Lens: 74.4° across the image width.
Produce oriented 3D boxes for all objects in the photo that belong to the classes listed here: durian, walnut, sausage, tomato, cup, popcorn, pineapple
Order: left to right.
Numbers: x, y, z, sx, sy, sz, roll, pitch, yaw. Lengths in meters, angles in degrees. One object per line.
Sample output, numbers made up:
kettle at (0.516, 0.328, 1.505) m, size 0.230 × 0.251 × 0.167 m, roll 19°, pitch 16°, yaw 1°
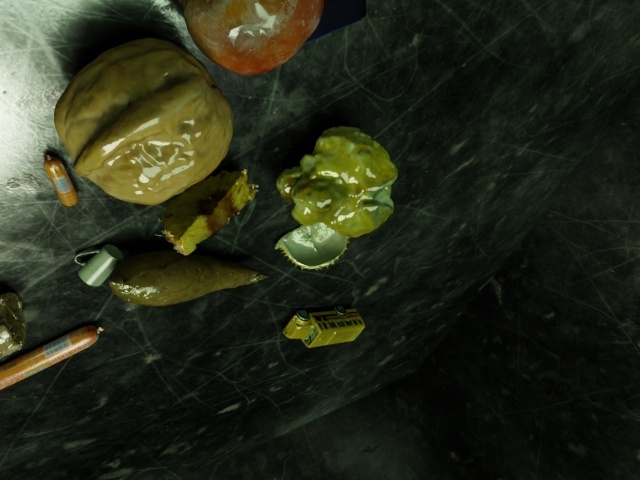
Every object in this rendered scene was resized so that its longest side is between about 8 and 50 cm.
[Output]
sausage at (-0.699, 0.296, 1.020) m, size 0.347 × 0.053 × 0.053 m, roll -26°, pitch 146°, yaw -13°
sausage at (-0.457, -0.107, 0.741) m, size 0.031 × 0.031 × 0.107 m, roll -19°, pitch 144°, yaw -23°
cup at (-0.479, 0.045, 0.909) m, size 0.083 × 0.075 × 0.054 m, roll -44°, pitch -177°, yaw 8°
walnut at (-0.266, -0.175, 0.649) m, size 0.257 × 0.257 × 0.224 m, roll -34°, pitch 114°, yaw -1°
pineapple at (-0.250, -0.071, 0.884) m, size 0.233 × 0.135 × 0.079 m, roll -47°, pitch 133°, yaw -31°
tomato at (-0.099, -0.326, 0.594) m, size 0.214 × 0.155 × 0.180 m, roll -23°, pitch 144°, yaw 28°
durian at (0.000, 0.000, 1.220) m, size 0.252 × 0.144 × 0.139 m, roll -28°, pitch 125°, yaw -1°
popcorn at (0.046, -0.124, 0.985) m, size 0.276 × 0.225 × 0.277 m, roll -2°, pitch 102°, yaw -8°

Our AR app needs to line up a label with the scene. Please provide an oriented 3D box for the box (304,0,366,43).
box at (-0.016, -0.451, 0.652) m, size 0.168 × 0.071 × 0.259 m, roll -28°, pitch 146°, yaw -9°

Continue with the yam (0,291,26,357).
yam at (-0.714, 0.201, 0.828) m, size 0.238 × 0.129 × 0.128 m, roll -23°, pitch 110°, yaw -18°

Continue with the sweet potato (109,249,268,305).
sweet potato at (-0.313, 0.088, 1.022) m, size 0.422 × 0.130 × 0.130 m, roll 4°, pitch 131°, yaw -52°

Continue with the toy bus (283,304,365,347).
toy bus at (0.019, 0.338, 1.640) m, size 0.335 × 0.123 × 0.121 m, roll 4°, pitch 131°, yaw -44°
